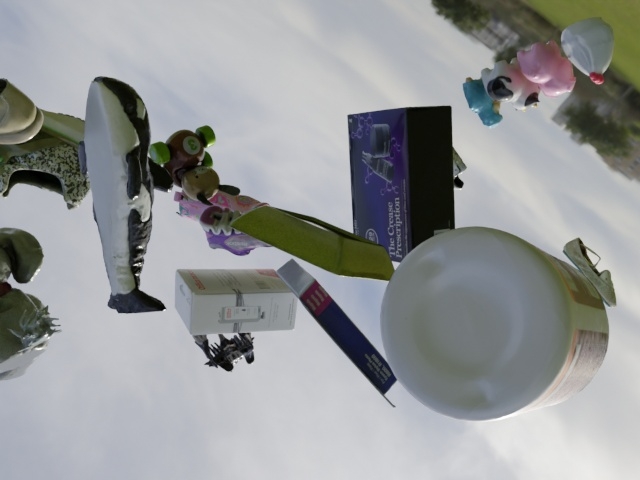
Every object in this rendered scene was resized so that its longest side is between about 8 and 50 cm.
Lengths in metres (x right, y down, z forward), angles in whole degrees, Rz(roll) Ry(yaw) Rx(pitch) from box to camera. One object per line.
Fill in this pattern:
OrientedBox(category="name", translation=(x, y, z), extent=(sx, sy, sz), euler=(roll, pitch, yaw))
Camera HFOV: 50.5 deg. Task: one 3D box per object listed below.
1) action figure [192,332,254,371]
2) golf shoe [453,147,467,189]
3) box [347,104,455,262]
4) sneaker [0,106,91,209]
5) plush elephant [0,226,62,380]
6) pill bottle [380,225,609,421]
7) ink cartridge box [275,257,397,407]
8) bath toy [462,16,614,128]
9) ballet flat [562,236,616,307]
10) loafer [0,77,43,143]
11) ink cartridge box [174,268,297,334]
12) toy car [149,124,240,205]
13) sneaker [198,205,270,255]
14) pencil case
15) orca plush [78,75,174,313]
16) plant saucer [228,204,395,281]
OrientedBox(category="action figure", translation=(-0.256, 0.283, 1.880), extent=(0.140, 0.164, 0.276), euler=(68, 166, -2))
OrientedBox(category="golf shoe", translation=(0.266, -0.177, 1.411), extent=(0.086, 0.176, 0.069), euler=(18, -125, 26))
OrientedBox(category="box", translation=(0.140, -0.099, 1.199), extent=(0.103, 0.261, 0.184), euler=(-7, -172, -27))
OrientedBox(category="sneaker", translation=(-0.608, -0.177, 1.309), extent=(0.411, 0.158, 0.182), euler=(18, -119, 0))
OrientedBox(category="plush elephant", translation=(-0.630, 0.118, 1.249), extent=(0.272, 0.330, 0.255), euler=(-14, -106, -59))
OrientedBox(category="pill bottle", translation=(0.259, 0.118, 0.920), extent=(0.224, 0.224, 0.392), euler=(51, -162, 27))
OrientedBox(category="ink cartridge box", translation=(0.048, 0.205, 1.599), extent=(0.324, 0.071, 0.330), euler=(50, 175, -19))
OrientedBox(category="bath toy", translation=(0.473, -0.349, 1.450), extent=(0.151, 0.348, 0.129), euler=(-17, -91, -35))
OrientedBox(category="ballet flat", translation=(0.584, 0.065, 1.445), extent=(0.057, 0.052, 0.168), euler=(2, -131, -57))
OrientedBox(category="loafer", translation=(-0.537, -0.193, 0.959), extent=(0.269, 0.092, 0.101), euler=(-3, -130, -5))
OrientedBox(category="ink cartridge box", translation=(-0.227, 0.155, 1.795), extent=(0.283, 0.117, 0.207), euler=(1, -165, -24))
OrientedBox(category="toy car", translation=(-0.277, -0.151, 1.555), extent=(0.155, 0.149, 0.188), euler=(-28, -121, -35))
OrientedBox(category="sneaker", translation=(-0.164, -0.011, 1.584), extent=(0.237, 0.104, 0.095), euler=(7, -143, 3))
OrientedBox(category="pencil case", translation=(-0.279, -0.086, 1.946), extent=(0.284, 0.124, 0.124), euler=(19, -165, 23))
OrientedBox(category="orca plush", translation=(-0.217, -0.055, 0.842), extent=(0.102, 0.151, 0.287), euler=(-13, -87, -38))
OrientedBox(category="plant saucer", translation=(0.000, 0.000, 0.948), extent=(0.188, 0.045, 0.188), euler=(23, -174, 30))
